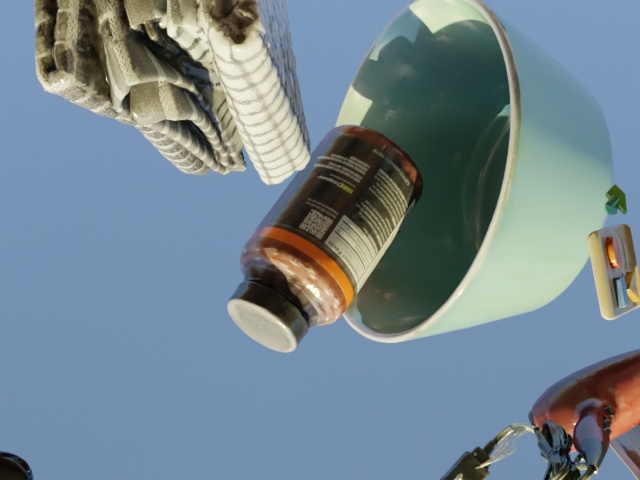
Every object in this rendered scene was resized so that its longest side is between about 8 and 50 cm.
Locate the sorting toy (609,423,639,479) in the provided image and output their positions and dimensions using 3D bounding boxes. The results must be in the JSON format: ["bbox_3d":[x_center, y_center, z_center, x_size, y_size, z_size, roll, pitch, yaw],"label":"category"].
[{"bbox_3d":[0.401,0.159,1.279,0.229,0.307,0.041,-44,-84,5],"label":"sorting toy"}]

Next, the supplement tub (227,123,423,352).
[{"bbox_3d":[0.000,0.000,1.088,0.106,0.106,0.198,29,-116,14],"label":"supplement tub"}]

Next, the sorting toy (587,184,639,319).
[{"bbox_3d":[0.191,0.006,0.808,0.012,0.062,0.083,-10,-90,35],"label":"sorting toy"}]

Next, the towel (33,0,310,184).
[{"bbox_3d":[-0.093,-0.185,0.748,0.121,0.235,0.284,-11,-102,5],"label":"towel"}]

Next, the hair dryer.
[{"bbox_3d":[0.274,0.192,1.242,0.293,0.223,0.080,-36,-79,-21],"label":"hair dryer"}]

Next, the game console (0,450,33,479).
[{"bbox_3d":[-0.158,0.116,0.475,0.107,0.071,0.122,7,-71,-2],"label":"game console"}]

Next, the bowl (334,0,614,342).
[{"bbox_3d":[0.142,-0.053,1.120,0.163,0.311,0.312,10,-118,-27],"label":"bowl"}]
